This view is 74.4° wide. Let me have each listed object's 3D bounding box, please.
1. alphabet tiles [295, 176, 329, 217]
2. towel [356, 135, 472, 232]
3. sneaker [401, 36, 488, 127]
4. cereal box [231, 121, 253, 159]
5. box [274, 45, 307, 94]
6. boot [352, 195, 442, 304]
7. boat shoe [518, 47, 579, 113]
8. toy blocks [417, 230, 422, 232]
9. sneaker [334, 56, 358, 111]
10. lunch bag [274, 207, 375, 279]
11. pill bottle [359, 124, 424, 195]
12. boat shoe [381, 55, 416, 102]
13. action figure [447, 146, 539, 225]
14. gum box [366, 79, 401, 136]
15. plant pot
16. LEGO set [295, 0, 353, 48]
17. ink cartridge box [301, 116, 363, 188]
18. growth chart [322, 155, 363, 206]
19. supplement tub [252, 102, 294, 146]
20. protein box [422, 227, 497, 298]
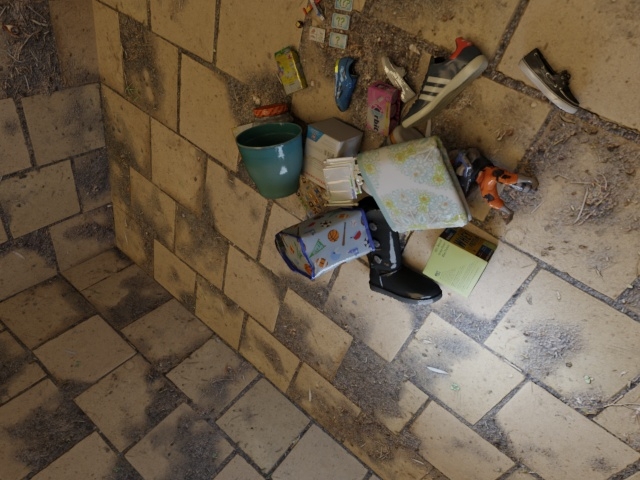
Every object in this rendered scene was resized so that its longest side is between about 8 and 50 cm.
[{"bbox_3d":[-0.030,-0.233,2.062,0.237,0.009,0.198,-26,97,46],"label":"alphabet tiles"},{"bbox_3d":[0.339,-0.189,1.522,0.320,0.090,0.375,-6,130,41],"label":"towel"},{"bbox_3d":[0.394,-0.539,1.452,0.350,0.131,0.148,-39,81,40],"label":"sneaker"},{"bbox_3d":[-0.333,-0.504,2.122,0.240,0.047,0.173,1,116,39],"label":"cereal box"},{"bbox_3d":[-0.130,-0.734,1.819,0.105,0.043,0.179,-2,116,41],"label":"box"},{"bbox_3d":[0.334,0.040,1.829,0.366,0.146,0.446,8,119,38],"label":"boot"},{"bbox_3d":[0.700,-0.482,1.261,0.229,0.080,0.076,53,138,12],"label":"boat shoe"},{"bbox_3d":[0.378,-0.110,1.765,0.123,0.054,0.148,10,122,35],"label":"toy blocks"},{"bbox_3d":[0.105,-0.615,1.676,0.082,0.069,0.210,16,124,28],"label":"sneaker"},{"bbox_3d":[0.000,0.000,1.870,0.385,0.327,0.239,18,128,63],"label":"lunch bag"},{"bbox_3d":[0.279,-0.303,1.653,0.162,0.162,0.278,49,136,5],"label":"pill bottle"},{"bbox_3d":[0.289,-0.597,1.539,0.063,0.066,0.184,-25,97,35],"label":"boat shoe"},{"bbox_3d":[0.574,-0.205,1.514,0.330,0.178,0.341,42,162,21],"label":"action figure"},{"bbox_3d":[0.238,-0.501,1.595,0.107,0.062,0.188,34,150,28],"label":"gum box"},{"bbox_3d":[-0.195,-0.324,1.762,0.271,0.271,0.255,17,132,31],"label":"plant pot"},{"bbox_3d":[0.002,-0.859,1.624,0.244,0.060,0.183,27,126,26],"label":"LEGO set"},{"bbox_3d":[0.044,-0.364,1.777,0.171,0.168,0.233,34,133,24],"label":"ink cartridge box"},{"bbox_3d":[0.090,-0.233,1.706,0.171,0.021,0.237,4,127,12],"label":"growth chart"},{"bbox_3d":[-0.201,-0.455,1.939,0.193,0.193,0.316,10,120,36],"label":"supplement tub"},{"bbox_3d":[0.550,0.077,1.675,0.201,0.136,0.200,31,132,21],"label":"protein box"}]
